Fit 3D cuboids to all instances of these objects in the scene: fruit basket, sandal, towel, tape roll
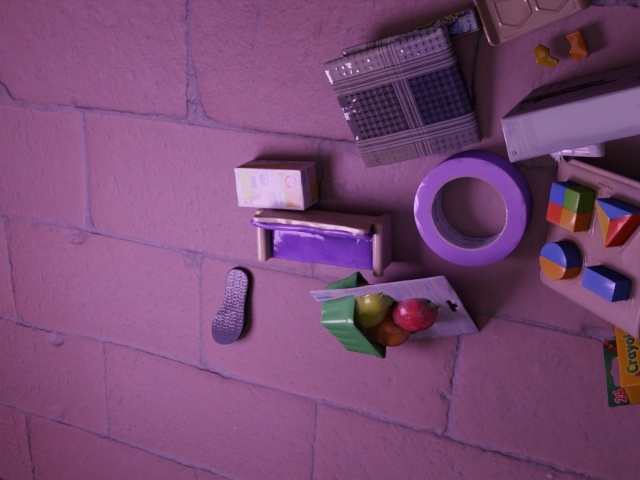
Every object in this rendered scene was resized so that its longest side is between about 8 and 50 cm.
[{"bbox_3d":[0.195,0.177,1.969,0.353,0.165,0.327,-15,144,21],"label":"fruit basket"},{"bbox_3d":[-0.257,0.200,2.301,0.097,0.054,0.254,22,107,9],"label":"sandal"},{"bbox_3d":[0.199,-0.342,1.850,0.324,0.056,0.312,-10,121,27],"label":"towel"},{"bbox_3d":[0.373,-0.078,1.870,0.275,0.090,0.274,9,112,22],"label":"tape roll"}]

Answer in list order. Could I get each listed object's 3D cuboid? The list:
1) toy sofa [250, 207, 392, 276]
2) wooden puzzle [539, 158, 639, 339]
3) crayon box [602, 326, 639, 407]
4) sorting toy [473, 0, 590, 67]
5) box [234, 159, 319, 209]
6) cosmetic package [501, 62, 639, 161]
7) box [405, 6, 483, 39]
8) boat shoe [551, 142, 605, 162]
[{"bbox_3d":[0.000,0.000,2.026,0.363,0.177,0.150,7,111,22],"label":"toy sofa"},{"bbox_3d":[0.600,0.010,1.694,0.322,0.081,0.347,-141,46,-58],"label":"wooden puzzle"},{"bbox_3d":[0.788,0.253,1.720,0.319,0.202,0.081,-19,126,29],"label":"crayon box"},{"bbox_3d":[0.469,-0.525,1.692,0.229,0.041,0.307,-19,100,24],"label":"sorting toy"},{"bbox_3d":[-0.116,-0.153,2.067,0.203,0.103,0.114,5,111,24],"label":"box"},{"bbox_3d":[0.548,-0.272,1.547,0.285,0.377,0.097,-8,105,27],"label":"cosmetic package"},{"bbox_3d":[0.289,-0.489,1.777,0.169,0.059,0.054,-12,101,29],"label":"box"},{"bbox_3d":[0.535,-0.208,1.694,0.226,0.083,0.075,10,115,68],"label":"boat shoe"}]
